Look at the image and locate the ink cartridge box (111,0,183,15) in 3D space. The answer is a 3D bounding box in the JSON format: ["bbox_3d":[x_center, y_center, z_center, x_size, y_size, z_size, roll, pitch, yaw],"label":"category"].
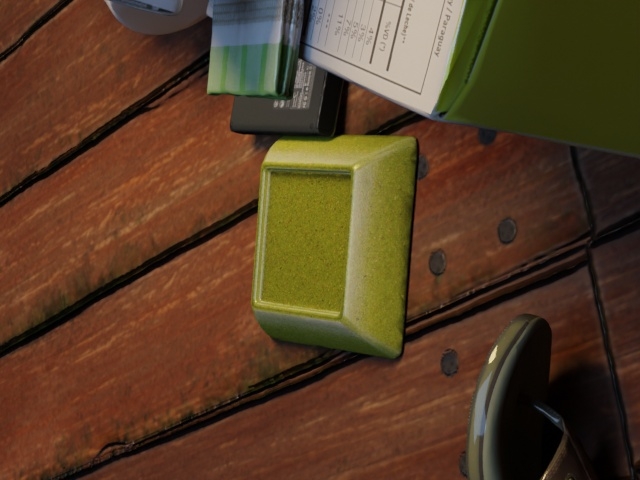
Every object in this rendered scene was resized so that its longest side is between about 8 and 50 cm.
[{"bbox_3d":[-0.065,-0.336,1.108,0.324,0.071,0.330,-95,24,-68],"label":"ink cartridge box"}]

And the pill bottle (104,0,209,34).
[{"bbox_3d":[-0.199,-0.347,1.717,0.176,0.176,0.318,-57,47,31],"label":"pill bottle"}]

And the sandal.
[{"bbox_3d":[0.164,0.204,1.291,0.086,0.120,0.303,-4,85,23],"label":"sandal"}]

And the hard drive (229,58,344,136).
[{"bbox_3d":[-0.029,-0.142,1.603,0.135,0.022,0.094,6,85,51],"label":"hard drive"}]

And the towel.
[{"bbox_3d":[-0.033,-0.160,1.063,0.113,0.023,0.152,-166,81,-65],"label":"towel"}]

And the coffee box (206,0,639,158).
[{"bbox_3d":[0.172,-0.239,1.072,0.334,0.337,0.338,33,111,60],"label":"coffee box"}]

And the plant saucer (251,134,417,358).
[{"bbox_3d":[0.000,0.000,1.544,0.188,0.045,0.188,5,91,52],"label":"plant saucer"}]
